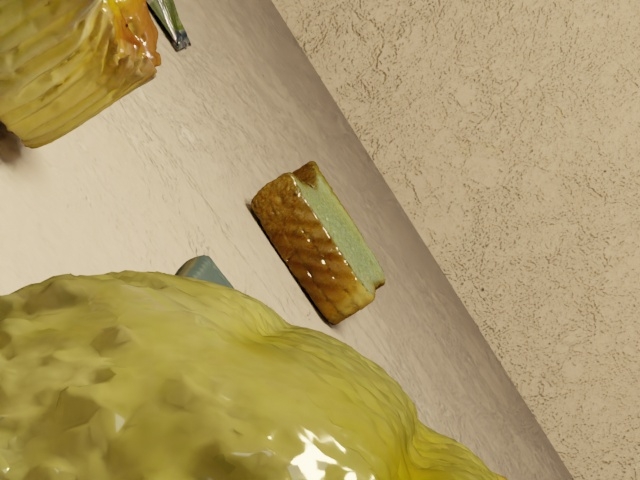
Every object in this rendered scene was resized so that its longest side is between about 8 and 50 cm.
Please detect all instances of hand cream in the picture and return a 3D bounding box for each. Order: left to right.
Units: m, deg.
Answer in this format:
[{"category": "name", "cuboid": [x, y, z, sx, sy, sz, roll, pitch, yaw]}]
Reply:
[{"category": "hand cream", "cuboid": [-0.226, -0.345, 1.753, 0.235, 0.055, 0.086, 63, 11, -9]}]

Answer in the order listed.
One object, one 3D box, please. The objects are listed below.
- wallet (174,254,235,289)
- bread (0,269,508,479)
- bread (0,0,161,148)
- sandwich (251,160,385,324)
[{"category": "wallet", "cuboid": [-0.020, 0.179, 0.923, 0.360, 0.083, 0.252, 56, 15, -10]}, {"category": "bread", "cuboid": [-0.029, 0.146, 0.488, 0.320, 0.237, 0.320, 56, 6, -9]}, {"category": "bread", "cuboid": [-0.213, -0.195, 0.962, 0.250, 0.133, 0.179, 57, -6, 18]}, {"category": "sandwich", "cuboid": [0.000, 0.000, 1.655, 0.186, 0.065, 0.215, 57, 10, 2]}]
